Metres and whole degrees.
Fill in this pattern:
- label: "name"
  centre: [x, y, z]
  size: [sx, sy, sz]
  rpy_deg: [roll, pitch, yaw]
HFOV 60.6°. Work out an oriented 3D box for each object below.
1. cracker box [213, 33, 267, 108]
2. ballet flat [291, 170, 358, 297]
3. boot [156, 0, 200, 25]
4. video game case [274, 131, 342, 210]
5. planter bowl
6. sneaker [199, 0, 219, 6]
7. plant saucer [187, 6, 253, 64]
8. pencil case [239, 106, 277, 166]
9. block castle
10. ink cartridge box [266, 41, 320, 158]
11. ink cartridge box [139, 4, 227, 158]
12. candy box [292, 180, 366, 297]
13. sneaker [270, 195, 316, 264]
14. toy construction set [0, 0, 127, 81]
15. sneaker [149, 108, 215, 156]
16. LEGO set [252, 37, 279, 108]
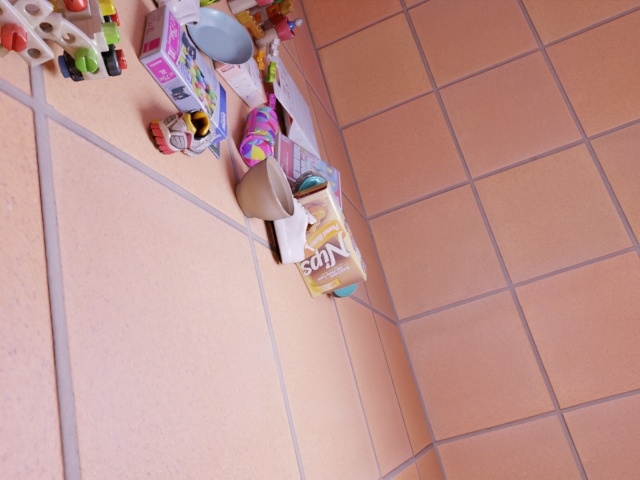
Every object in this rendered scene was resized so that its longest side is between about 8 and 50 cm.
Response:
- label: "cracker box"
  centre: [-0.249, -0.528, 1.662]
  size: [0.232, 0.067, 0.156]
  rpy_deg: [38, 35, -65]
- label: "ballet flat"
  centre: [-0.005, -0.027, 1.820]
  size: [0.182, 0.163, 0.483]
  rpy_deg: [49, -17, 59]
- label: "boot"
  centre: [-0.343, -0.601, 1.373]
  size: [0.258, 0.095, 0.124]
  rpy_deg: [-70, 146, -57]
- label: "video game case"
  centre: [-0.040, -0.232, 1.885]
  size: [0.285, 0.025, 0.204]
  rpy_deg: [29, 40, -31]
- label: "planter bowl"
  centre: [-0.147, -0.119, 1.392]
  size: [0.162, 0.109, 0.162]
  rpy_deg: [-20, 90, -76]
- label: "sneaker"
  centre: [-0.340, -0.763, 1.601]
  size: [0.123, 0.109, 0.296]
  rpy_deg: [50, 16, -16]
- label: "plant saucer"
  centre: [-0.278, -0.548, 1.498]
  size: [0.194, 0.037, 0.195]
  rpy_deg: [19, 54, -28]
- label: "pencil case"
  centre: [-0.175, -0.304, 1.577]
  size: [0.236, 0.104, 0.105]
  rpy_deg: [-93, 159, -56]
- label: "block castle"
  centre: [-0.233, -0.999, 2.093]
  size: [0.303, 0.212, 0.454]
  rpy_deg: [41, 32, -65]
- label: "ink cartridge box"
  centre: [-0.132, -0.510, 2.096]
  size: [0.385, 0.091, 0.308]
  rpy_deg: [49, 25, -52]
- label: "ink cartridge box"
  centre: [-0.291, -0.356, 1.261]
  size: [0.311, 0.065, 0.186]
  rpy_deg: [58, 18, -49]
- label: "candy box"
  centre: [0.000, 0.000, 1.655]
  size: [0.088, 0.182, 0.317]
  rpy_deg: [-76, 145, -66]
- label: "sneaker"
  centre: [-0.082, -0.081, 1.529]
  size: [0.106, 0.122, 0.290]
  rpy_deg: [122, -45, -76]
- label: "toy construction set"
  centre: [-0.360, -0.355, 0.770]
  size: [0.215, 0.151, 0.328]
  rpy_deg: [96, -7, -58]
- label: "sneaker"
  centre: [-0.258, -0.223, 1.127]
  size: [0.225, 0.092, 0.088]
  rpy_deg: [-62, 131, -74]
- label: "LEGO set"
  centre: [-0.207, -0.564, 1.846]
  size: [0.087, 0.093, 0.228]
  rpy_deg: [0, 98, -41]
